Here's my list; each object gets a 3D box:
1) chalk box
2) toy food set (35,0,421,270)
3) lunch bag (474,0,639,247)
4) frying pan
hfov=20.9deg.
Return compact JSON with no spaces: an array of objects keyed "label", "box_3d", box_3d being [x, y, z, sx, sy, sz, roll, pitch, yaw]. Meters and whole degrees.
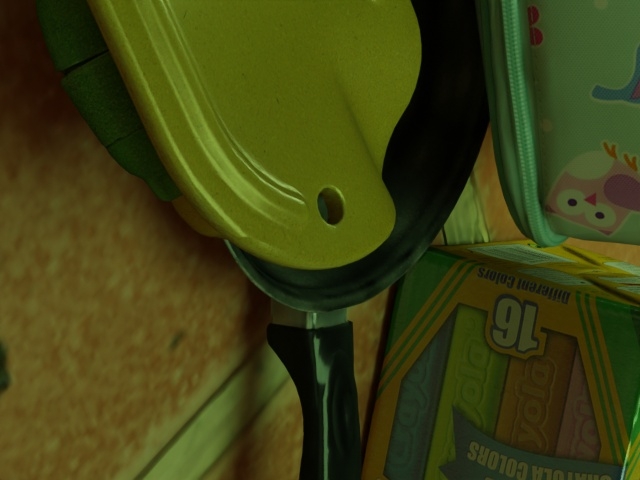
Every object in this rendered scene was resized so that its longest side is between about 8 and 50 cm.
[{"label":"chalk box","box_3d":[0.105,0.116,0.788,0.132,0.132,0.213,-2,104,-54]},{"label":"toy food set","box_3d":[-0.048,-0.090,0.527,0.128,0.071,0.218,-34,105,-46]},{"label":"lunch bag","box_3d":[0.144,-0.138,0.727,0.279,0.107,0.224,-51,135,-56]},{"label":"frying pan","box_3d":[0.017,-0.016,0.683,0.197,0.053,0.326,-39,132,-41]}]
